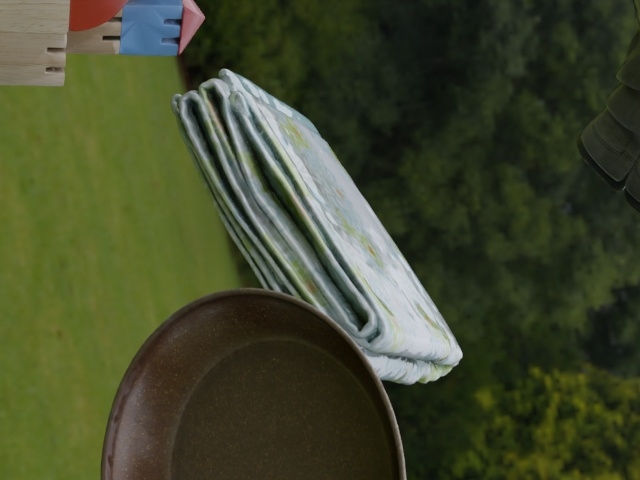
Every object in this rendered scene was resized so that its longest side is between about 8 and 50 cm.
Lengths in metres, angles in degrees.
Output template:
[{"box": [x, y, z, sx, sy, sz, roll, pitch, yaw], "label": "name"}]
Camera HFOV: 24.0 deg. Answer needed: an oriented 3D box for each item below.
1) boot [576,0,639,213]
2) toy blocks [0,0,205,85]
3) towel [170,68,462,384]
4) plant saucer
[{"box": [0.289, -0.169, 1.352, 0.222, 0.118, 0.338, -61, -144, 31], "label": "boot"}, {"box": [-0.198, -0.260, 1.103, 0.191, 0.261, 0.381, -109, -157, -49], "label": "toy blocks"}, {"box": [0.000, 0.000, 1.536, 0.320, 0.090, 0.374, 59, 11, 15], "label": "towel"}, {"box": [-0.031, 0.124, 0.776, 0.036, 0.198, 0.198, 7, 68, -54], "label": "plant saucer"}]
